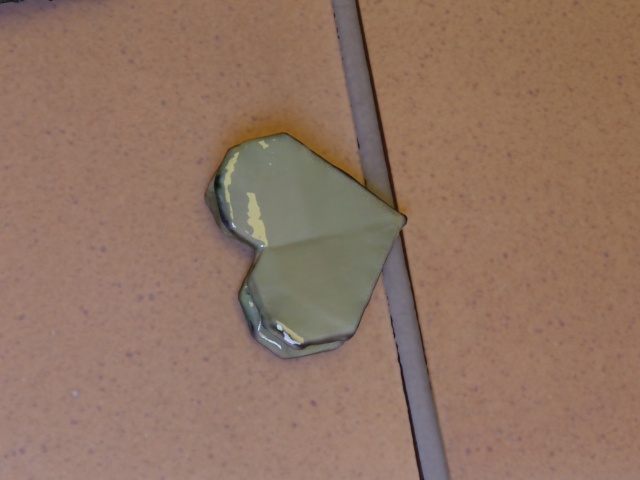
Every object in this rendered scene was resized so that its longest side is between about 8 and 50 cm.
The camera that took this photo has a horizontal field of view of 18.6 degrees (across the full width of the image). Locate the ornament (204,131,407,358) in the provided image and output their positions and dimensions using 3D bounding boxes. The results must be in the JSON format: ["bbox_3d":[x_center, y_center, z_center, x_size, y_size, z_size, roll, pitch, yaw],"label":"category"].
[{"bbox_3d":[0.000,0.000,1.766,0.180,0.059,0.201,-12,73,-26],"label":"ornament"}]

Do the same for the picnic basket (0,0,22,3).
[{"bbox_3d":[-0.282,-0.289,1.754,0.196,0.134,0.154,-12,67,-25],"label":"picnic basket"}]
